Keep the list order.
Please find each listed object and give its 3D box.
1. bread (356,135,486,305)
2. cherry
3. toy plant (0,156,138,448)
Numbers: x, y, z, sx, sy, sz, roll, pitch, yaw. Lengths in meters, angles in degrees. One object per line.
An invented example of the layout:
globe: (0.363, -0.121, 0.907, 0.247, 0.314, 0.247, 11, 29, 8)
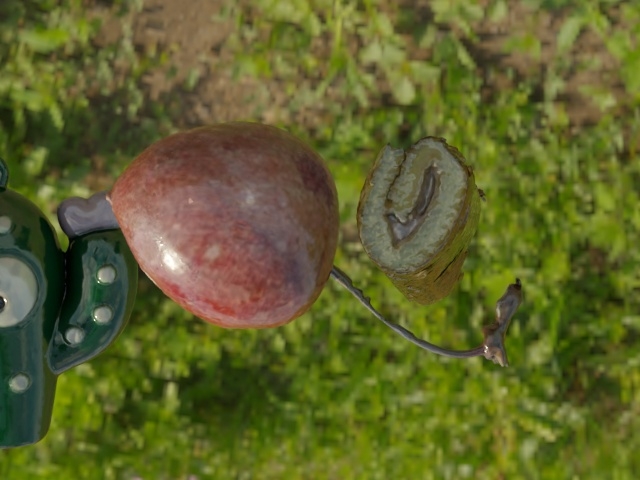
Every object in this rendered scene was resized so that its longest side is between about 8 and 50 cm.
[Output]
bread: (0.032, -0.006, 0.544, 0.036, 0.047, 0.083, 20, 174, 12)
cherry: (0.000, 0.000, 0.858, 0.225, 0.107, 0.090, 13, 153, -19)
toy plant: (-0.276, 0.047, 1.365, 0.232, 0.112, 0.243, 23, 93, -10)
